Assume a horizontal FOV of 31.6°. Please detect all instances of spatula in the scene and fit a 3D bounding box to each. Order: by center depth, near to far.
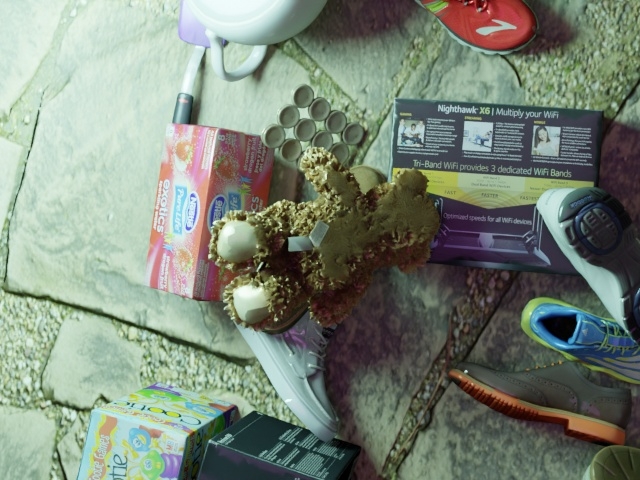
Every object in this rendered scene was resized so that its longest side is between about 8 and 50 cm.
[{"bbox_3d":[-0.205,-0.253,1.780,0.084,0.030,0.296,14,94,11],"label":"spatula"}]

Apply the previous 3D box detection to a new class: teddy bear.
[{"bbox_3d":[0.001,0.002,1.575,0.338,0.113,0.245,-37,103,-20],"label":"teddy bear"}]

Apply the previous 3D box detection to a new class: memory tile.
[{"bbox_3d":[-0.011,-0.158,1.706,0.148,0.012,0.113,34,90,-35],"label":"memory tile"}]

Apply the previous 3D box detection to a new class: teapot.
[{"bbox_3d":[-0.075,-0.394,1.678,0.256,0.187,0.252,-16,79,26],"label":"teapot"}]

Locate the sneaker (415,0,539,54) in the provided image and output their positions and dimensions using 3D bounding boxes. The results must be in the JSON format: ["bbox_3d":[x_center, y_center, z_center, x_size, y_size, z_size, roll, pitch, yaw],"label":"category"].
[{"bbox_3d":[0.192,-0.367,1.662,0.279,0.118,0.107,33,97,8],"label":"sneaker"}]

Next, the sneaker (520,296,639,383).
[{"bbox_3d":[0.404,0.152,1.628,0.240,0.126,0.091,16,94,10],"label":"sneaker"}]

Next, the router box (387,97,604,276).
[{"bbox_3d":[0.253,-0.080,1.674,0.309,0.081,0.243,5,92,10],"label":"router box"}]

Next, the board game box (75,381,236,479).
[{"bbox_3d":[-0.237,0.312,1.669,0.142,0.275,0.144,14,94,10],"label":"board game box"}]

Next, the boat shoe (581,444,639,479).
[{"bbox_3d":[0.528,0.379,1.627,0.302,0.098,0.109,16,62,5],"label":"boat shoe"}]

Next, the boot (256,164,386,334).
[{"bbox_3d":[0.000,0.000,1.673,0.112,0.115,0.305,33,74,16],"label":"boot"}]

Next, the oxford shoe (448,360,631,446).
[{"bbox_3d":[0.325,0.220,1.672,0.271,0.097,0.098,19,77,3],"label":"oxford shoe"}]

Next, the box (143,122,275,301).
[{"bbox_3d":[-0.168,-0.042,1.707,0.128,0.122,0.257,12,94,45],"label":"box"}]

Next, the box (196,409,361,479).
[{"bbox_3d":[-0.058,0.339,1.644,0.184,0.261,0.103,20,94,10],"label":"box"}]

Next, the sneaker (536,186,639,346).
[{"bbox_3d":[0.408,0.030,1.564,0.111,0.129,0.297,-39,111,-3],"label":"sneaker"}]

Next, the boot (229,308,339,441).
[{"bbox_3d":[-0.022,0.169,1.717,0.123,0.095,0.258,-37,80,8],"label":"boot"}]
